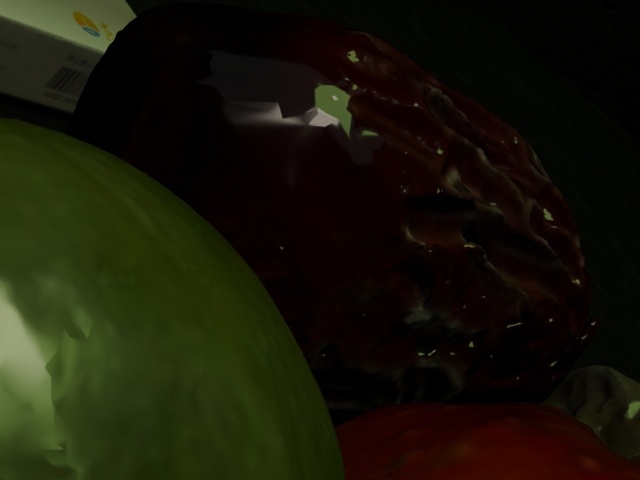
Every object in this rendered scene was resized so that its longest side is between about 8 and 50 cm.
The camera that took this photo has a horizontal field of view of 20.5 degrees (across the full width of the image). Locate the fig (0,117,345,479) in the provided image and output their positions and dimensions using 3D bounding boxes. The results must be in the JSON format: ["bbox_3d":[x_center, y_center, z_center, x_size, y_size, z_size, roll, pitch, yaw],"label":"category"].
[{"bbox_3d":[-0.118,0.130,0.478,0.316,0.316,0.316,38,20,-16],"label":"fig"}]

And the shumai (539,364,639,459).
[{"bbox_3d":[0.156,0.177,1.059,0.185,0.184,0.218,13,49,-59],"label":"shumai"}]

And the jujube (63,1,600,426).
[{"bbox_3d":[0.000,0.000,1.058,0.376,0.258,0.258,35,20,-40],"label":"jujube"}]

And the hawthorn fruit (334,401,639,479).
[{"bbox_3d":[0.073,0.174,0.683,0.287,0.330,0.287,38,1,0],"label":"hawthorn fruit"}]

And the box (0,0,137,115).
[{"bbox_3d":[-0.260,-0.188,1.173,0.343,0.065,0.200,14,35,-55],"label":"box"}]
